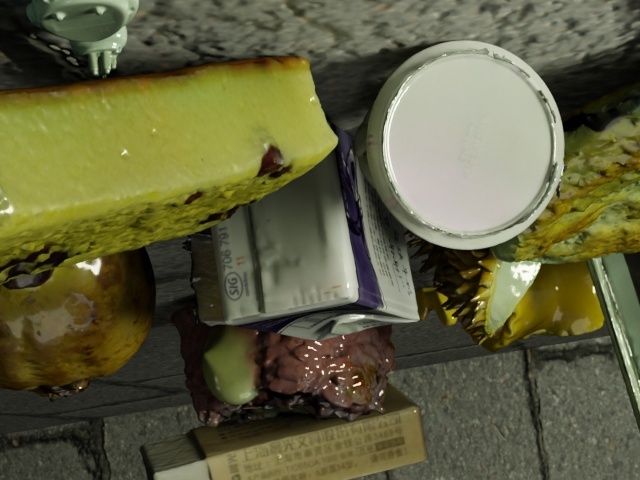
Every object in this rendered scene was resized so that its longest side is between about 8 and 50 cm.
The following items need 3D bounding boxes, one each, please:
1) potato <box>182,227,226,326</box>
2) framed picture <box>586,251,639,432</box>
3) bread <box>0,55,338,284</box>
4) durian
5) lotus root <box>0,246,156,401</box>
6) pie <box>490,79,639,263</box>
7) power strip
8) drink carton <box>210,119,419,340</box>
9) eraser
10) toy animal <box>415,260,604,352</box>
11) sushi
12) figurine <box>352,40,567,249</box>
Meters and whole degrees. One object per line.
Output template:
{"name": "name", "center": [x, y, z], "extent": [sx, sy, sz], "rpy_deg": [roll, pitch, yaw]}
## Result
{"name": "potato", "center": [-0.068, -0.002, 1.219], "extent": [0.101, 0.089, 0.172], "rpy_deg": [-3, 149, 1]}
{"name": "framed picture", "center": [0.358, 0.067, 1.312], "extent": [0.231, 0.293, 0.018], "rpy_deg": [-18, 179, 43]}
{"name": "bread", "center": [-0.135, -0.029, 0.737], "extent": [0.138, 0.077, 0.361], "rpy_deg": [-28, 176, 32]}
{"name": "durian", "center": [0.151, -0.002, 1.294], "extent": [0.139, 0.144, 0.252], "rpy_deg": [-45, 162, 15]}
{"name": "lotus root", "center": [-0.214, 0.037, 1.120], "extent": [0.169, 0.141, 0.314], "rpy_deg": [-9, 161, -10]}
{"name": "pie", "center": [0.265, -0.056, 1.081], "extent": [0.296, 0.078, 0.371], "rpy_deg": [-23, 164, 15]}
{"name": "power strip", "center": [-0.115, -0.106, 0.709], "extent": [0.055, 0.035, 0.083], "rpy_deg": [-8, 167, 0]}
{"name": "drink carton", "center": [0.000, -0.001, 1.093], "extent": [0.102, 0.134, 0.222], "rpy_deg": [-14, 169, 16]}
{"name": "eraser", "center": [-0.047, 0.264, 1.797], "extent": [0.343, 0.078, 0.144], "rpy_deg": [-12, -170, -12]}
{"name": "toy animal", "center": [0.216, 0.044, 1.535], "extent": [0.230, 0.156, 0.156], "rpy_deg": [-15, 173, -23]}
{"name": "sushi", "center": [-0.050, 0.139, 1.717], "extent": [0.270, 0.170, 0.236], "rpy_deg": [-10, 171, 36]}
{"name": "figurine", "center": [0.076, -0.058, 0.936], "extent": [0.132, 0.132, 0.154], "rpy_deg": [-6, -178, -14]}
